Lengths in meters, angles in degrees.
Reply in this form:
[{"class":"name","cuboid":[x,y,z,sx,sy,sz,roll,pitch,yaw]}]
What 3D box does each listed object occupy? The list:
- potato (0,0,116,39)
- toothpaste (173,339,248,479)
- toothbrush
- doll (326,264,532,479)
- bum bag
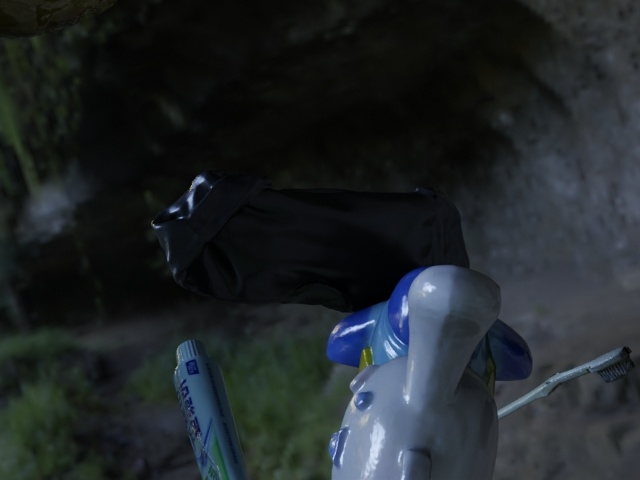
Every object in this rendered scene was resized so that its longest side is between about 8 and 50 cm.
[{"class":"potato","cuboid":[-0.252,-0.232,1.144,0.299,0.246,0.196,3,64,58]},{"class":"toothpaste","cuboid":[-0.096,0.197,1.603,0.048,0.075,0.297,8,33,-21]},{"class":"toothbrush","cuboid":[0.227,0.164,1.824,0.026,0.028,0.294,-36,3,-40]},{"class":"doll","cuboid":[0.081,0.160,1.588,0.376,0.187,0.365,-57,3,17]},{"class":"bum bag","cuboid":[0.000,0.000,1.657,0.326,0.142,0.080,8,14,-15]}]
